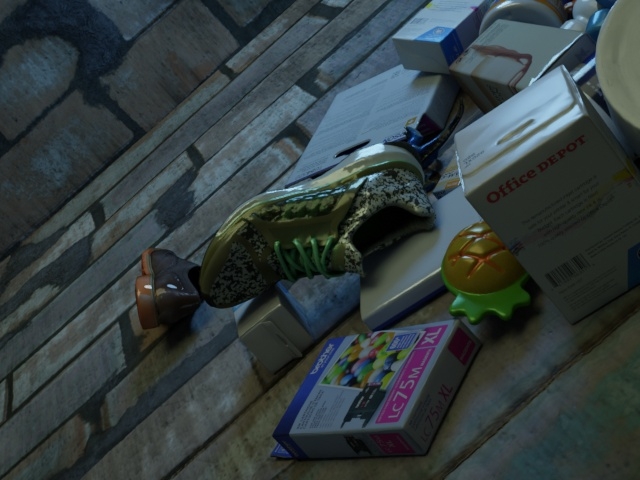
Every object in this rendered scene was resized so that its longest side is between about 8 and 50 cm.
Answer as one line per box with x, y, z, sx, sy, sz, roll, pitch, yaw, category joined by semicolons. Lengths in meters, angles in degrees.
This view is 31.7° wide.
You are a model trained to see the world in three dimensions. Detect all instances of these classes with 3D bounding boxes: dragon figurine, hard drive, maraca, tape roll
0.146;-0.121;1.947;0.289;0.085;0.144;-30;25;28;dragon figurine
0.199;-0.006;1.709;0.319;0.040;0.210;-34;23;18;hard drive
0.223;0.043;1.500;0.127;0.099;0.185;-12;38;16;maraca
0.486;-0.217;1.371;0.286;0.100;0.286;-12;60;21;tape roll

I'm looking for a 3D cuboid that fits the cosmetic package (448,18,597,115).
0.342;-0.246;1.772;0.129;0.153;0.296;-45;21;-2;cosmetic package

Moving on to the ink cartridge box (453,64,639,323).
0.301;-0.059;1.382;0.171;0.232;0.168;-34;24;18;ink cartridge box

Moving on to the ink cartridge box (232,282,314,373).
-0.077;0.138;1.827;0.090;0.092;0.143;-39;21;7;ink cartridge box

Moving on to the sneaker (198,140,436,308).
0.000;0.000;1.743;0.410;0.158;0.182;-31;39;1;sneaker

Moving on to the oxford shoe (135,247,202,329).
-0.295;0.093;2.287;0.133;0.129;0.363;-8;16;-3;oxford shoe

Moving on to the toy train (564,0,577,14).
0.434;-0.452;1.948;0.046;0.125;0.166;-2;40;7;toy train

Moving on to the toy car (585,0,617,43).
0.529;-0.391;1.637;0.238;0.210;0.219;13;66;14;toy car

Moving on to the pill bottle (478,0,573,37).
0.379;-0.424;2.033;0.152;0.152;0.272;-26;27;34;pill bottle

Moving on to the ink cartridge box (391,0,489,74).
0.264;-0.421;2.173;0.231;0.078;0.134;-44;36;-23;ink cartridge box

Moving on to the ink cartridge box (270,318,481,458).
0.055;0.207;1.533;0.311;0.065;0.185;-17;32;49;ink cartridge box

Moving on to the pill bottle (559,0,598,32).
0.483;-0.374;1.816;0.208;0.117;0.117;-43;22;-3;pill bottle

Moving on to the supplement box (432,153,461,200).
0.232;-0.105;1.840;0.062;0.036;0.098;-15;34;49;supplement box

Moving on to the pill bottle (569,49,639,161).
0.417;-0.195;1.549;0.265;0.153;0.153;-41;22;1;pill bottle

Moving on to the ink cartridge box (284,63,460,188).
0.116;-0.230;2.216;0.324;0.071;0.330;-19;32;38;ink cartridge box
